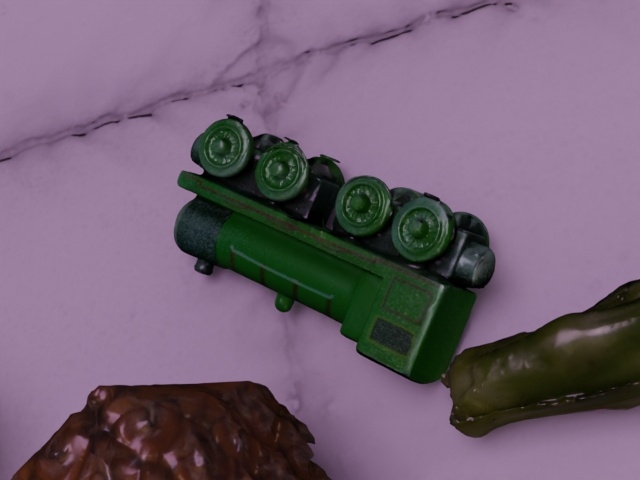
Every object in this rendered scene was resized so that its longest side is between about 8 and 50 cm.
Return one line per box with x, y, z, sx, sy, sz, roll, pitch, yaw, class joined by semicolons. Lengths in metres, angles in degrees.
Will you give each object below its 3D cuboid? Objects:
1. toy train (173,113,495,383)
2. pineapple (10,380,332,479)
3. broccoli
0.000;0.000;0.783;0.251;0.085;0.119;23;94;31;toy train
-0.034;0.258;0.631;0.202;0.202;0.362;-34;72;5;pineapple
0.207;0.045;0.659;0.304;0.165;0.145;-26;68;22;broccoli
